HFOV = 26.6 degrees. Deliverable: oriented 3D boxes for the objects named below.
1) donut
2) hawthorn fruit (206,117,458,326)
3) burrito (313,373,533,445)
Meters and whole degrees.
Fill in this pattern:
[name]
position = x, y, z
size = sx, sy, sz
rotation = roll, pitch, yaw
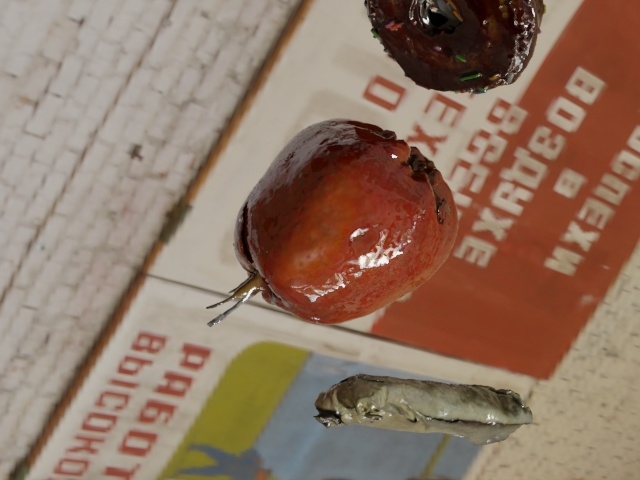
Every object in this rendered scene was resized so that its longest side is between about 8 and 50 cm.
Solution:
[donut]
position = 0.161, -0.287, 1.613
size = 0.235, 0.235, 0.089
rotation = -3, -144, 40
[hawthorn fruit]
position = 0.000, 0.000, 1.446
size = 0.299, 0.211, 0.211
rotation = -39, -127, -2
[burrito]
position = 0.074, 0.112, 0.906
size = 0.051, 0.171, 0.042
rotation = -8, -107, 50
